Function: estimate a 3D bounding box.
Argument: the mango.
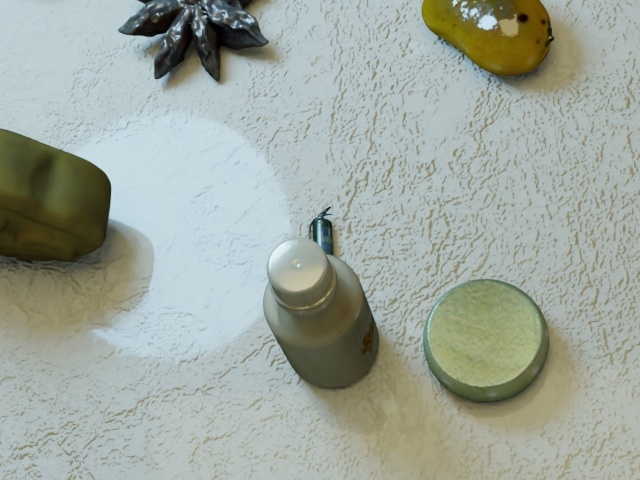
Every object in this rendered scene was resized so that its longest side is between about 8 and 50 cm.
[{"bbox_3d":[0.213,-0.279,1.831,0.115,0.090,0.178,-47,58,-4],"label":"mango"}]

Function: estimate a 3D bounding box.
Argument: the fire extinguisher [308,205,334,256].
[{"bbox_3d":[0.000,0.000,1.776,0.038,0.025,0.083,-16,61,29],"label":"fire extinguisher"}]

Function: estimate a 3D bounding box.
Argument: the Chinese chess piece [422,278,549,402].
[{"bbox_3d":[0.189,0.115,1.670,0.144,0.058,0.144,-3,67,8],"label":"Chinese chess piece"}]

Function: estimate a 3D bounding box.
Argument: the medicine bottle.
[{"bbox_3d":[-0.005,0.075,1.614,0.114,0.252,0.114,-4,66,9],"label":"medicine bottle"}]

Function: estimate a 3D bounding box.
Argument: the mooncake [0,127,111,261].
[{"bbox_3d":[-0.383,-0.045,1.766,0.234,0.235,0.117,1,69,11],"label":"mooncake"}]

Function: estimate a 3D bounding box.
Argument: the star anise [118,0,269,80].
[{"bbox_3d":[-0.168,-0.319,1.919,0.209,0.089,0.231,-31,75,-13],"label":"star anise"}]
